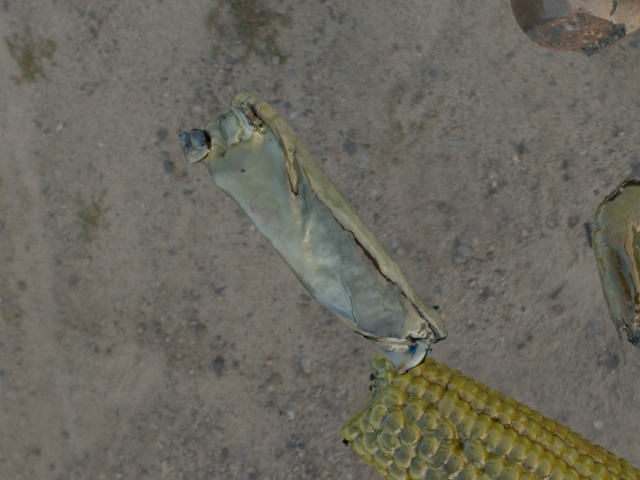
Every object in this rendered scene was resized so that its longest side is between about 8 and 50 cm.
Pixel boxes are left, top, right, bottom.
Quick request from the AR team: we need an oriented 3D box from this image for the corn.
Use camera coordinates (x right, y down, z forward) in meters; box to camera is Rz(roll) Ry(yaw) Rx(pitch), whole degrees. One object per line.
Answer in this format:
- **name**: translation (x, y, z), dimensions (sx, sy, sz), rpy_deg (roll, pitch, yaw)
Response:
- **corn**: translation (0.161, 0.182, 0.472), dimensions (0.317, 0.115, 0.115), rpy_deg (32, 112, 5)

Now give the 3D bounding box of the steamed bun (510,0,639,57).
- **steamed bun**: translation (0.363, -0.331, 1.002), dimensions (0.175, 0.145, 0.106), rpy_deg (24, 75, -12)

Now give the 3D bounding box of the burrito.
- **burrito**: translation (0.001, -0.001, 0.354), dimensions (0.051, 0.042, 0.171), rpy_deg (-36, 94, 38)

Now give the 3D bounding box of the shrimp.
- **shrimp**: translation (0.456, 0.035, 0.928), dimensions (0.173, 0.058, 0.253), rpy_deg (-18, 85, 7)
